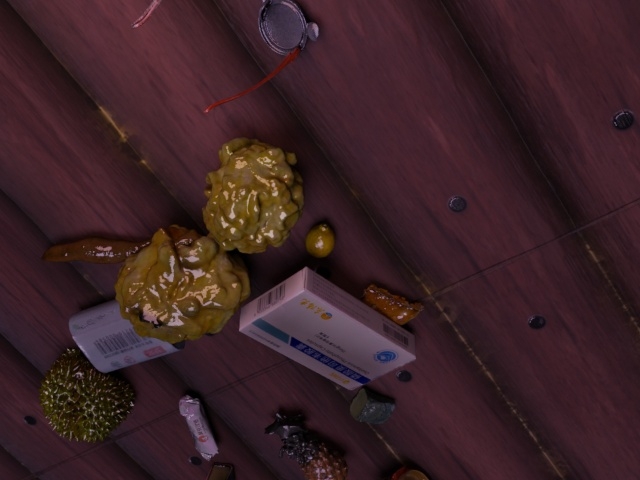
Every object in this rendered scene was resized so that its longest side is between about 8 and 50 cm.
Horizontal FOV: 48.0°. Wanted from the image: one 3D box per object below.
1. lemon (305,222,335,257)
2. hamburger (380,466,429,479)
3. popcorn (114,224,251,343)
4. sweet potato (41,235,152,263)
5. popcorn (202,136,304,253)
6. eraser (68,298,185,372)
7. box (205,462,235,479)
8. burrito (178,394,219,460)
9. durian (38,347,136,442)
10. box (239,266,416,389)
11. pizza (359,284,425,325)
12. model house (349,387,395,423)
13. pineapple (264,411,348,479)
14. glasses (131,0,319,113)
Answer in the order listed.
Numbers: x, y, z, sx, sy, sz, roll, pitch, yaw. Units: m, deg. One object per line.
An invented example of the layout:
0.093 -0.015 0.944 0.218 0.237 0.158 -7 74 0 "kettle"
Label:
0.000 0.000 1.475 0.062 0.062 0.083 16 125 1 "lemon"
0.199 0.659 1.793 0.137 0.175 0.175 -29 113 32 "hamburger"
-0.286 0.089 1.502 0.286 0.215 0.252 -1 84 6 "popcorn"
-0.500 0.022 1.584 0.274 0.067 0.067 -4 121 10 "sweet potato"
-0.134 -0.091 1.374 0.181 0.217 0.235 4 120 -23 "popcorn"
-0.453 0.212 1.684 0.227 0.081 0.174 -18 113 22 "eraser"
-0.269 0.723 1.948 0.069 0.120 0.224 6 124 11 "box"
-0.312 0.474 1.835 0.064 0.064 0.203 -6 122 14 "burrito"
-0.587 0.390 1.774 0.200 0.176 0.237 -43 96 11 "durian"
0.021 0.197 1.523 0.343 0.065 0.200 34 129 -32 "box"
0.126 0.144 1.552 0.178 0.041 0.131 -26 120 26 "pizza"
0.125 0.399 1.711 0.083 0.066 0.078 18 114 -22 "model house"
-0.037 0.518 1.787 0.119 0.111 0.237 -45 101 -1 "pineapple"
-0.143 -0.353 1.167 0.118 0.268 0.234 -16 121 41 "glasses"
